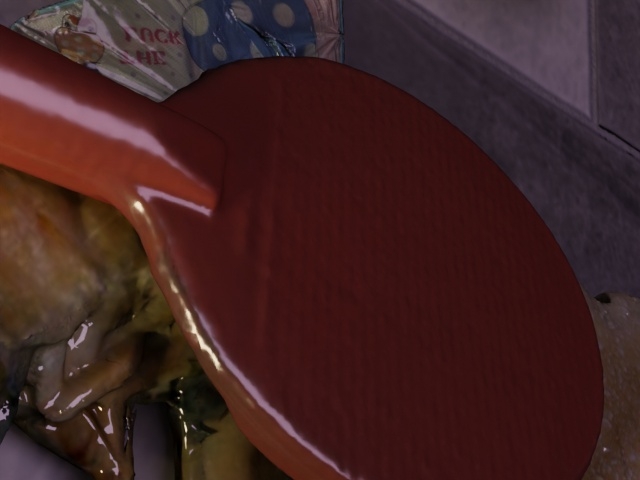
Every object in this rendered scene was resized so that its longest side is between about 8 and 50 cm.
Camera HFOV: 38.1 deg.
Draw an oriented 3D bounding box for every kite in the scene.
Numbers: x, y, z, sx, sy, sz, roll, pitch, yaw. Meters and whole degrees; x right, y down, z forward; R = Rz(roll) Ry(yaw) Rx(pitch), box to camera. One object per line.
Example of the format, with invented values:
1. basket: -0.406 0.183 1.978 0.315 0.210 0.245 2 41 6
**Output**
1. kite: -0.073 -0.174 0.599 0.314 0.011 0.335 54 47 -11

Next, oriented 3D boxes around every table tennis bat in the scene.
1. table tennis bat: 0.000 0.000 0.466 0.415 0.051 0.268 24 48 -28

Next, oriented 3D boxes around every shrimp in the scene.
1. shrimp: -0.145 0.125 0.391 0.272 0.085 0.445 56 44 -18

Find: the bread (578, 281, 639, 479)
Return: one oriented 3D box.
1. bread: 0.134 0.117 0.610 0.337 0.102 0.183 -35 98 -43
